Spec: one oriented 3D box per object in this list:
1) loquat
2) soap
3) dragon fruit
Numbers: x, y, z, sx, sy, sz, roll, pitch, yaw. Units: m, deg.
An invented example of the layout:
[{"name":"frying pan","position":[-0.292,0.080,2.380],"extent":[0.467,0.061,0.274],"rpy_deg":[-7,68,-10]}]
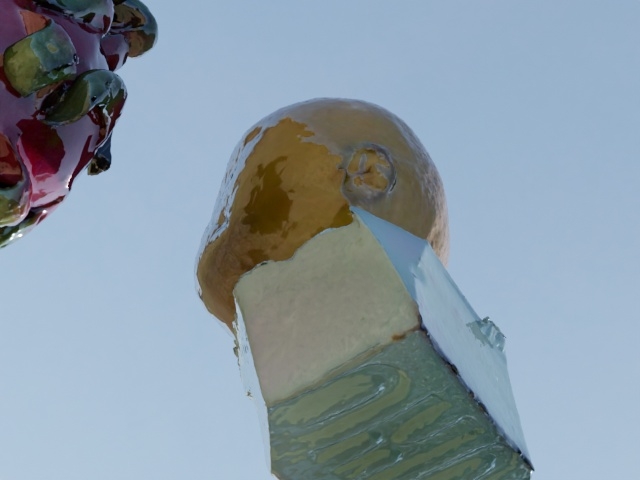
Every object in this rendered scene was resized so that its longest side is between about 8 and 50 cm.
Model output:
[{"name":"loquat","position":[0.000,0.000,1.372],"extent":[0.176,0.187,0.234],"rpy_deg":[34,-35,0]},{"name":"soap","position":[0.037,0.094,1.142],"extent":[0.230,0.145,0.091],"rpy_deg":[45,22,-46]},{"name":"dragon fruit","position":[-0.214,-0.096,1.194],"extent":[0.273,0.198,0.218],"rpy_deg":[-82,-178,-75]}]
